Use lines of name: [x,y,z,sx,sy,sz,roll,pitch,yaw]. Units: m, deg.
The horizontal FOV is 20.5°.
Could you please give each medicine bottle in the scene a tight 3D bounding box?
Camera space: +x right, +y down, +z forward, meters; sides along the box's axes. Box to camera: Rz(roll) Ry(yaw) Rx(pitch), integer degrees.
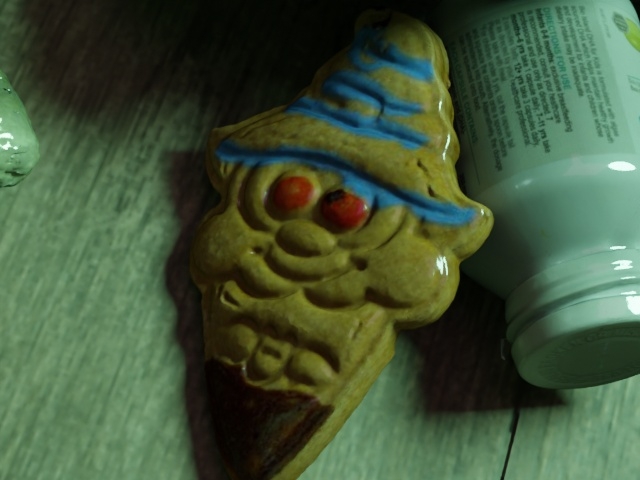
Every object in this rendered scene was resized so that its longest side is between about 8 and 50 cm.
medicine bottle: [0.132,-0.033,0.981,0.135,0.135,0.215,-3,62,-15]

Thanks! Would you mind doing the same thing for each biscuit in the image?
biscuit: [0.000,0.000,0.944,0.183,0.043,0.280,10,71,34]

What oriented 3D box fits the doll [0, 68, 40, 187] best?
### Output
doll: [-0.239,-0.150,0.944,0.149,0.175,0.278,-31,79,-8]
